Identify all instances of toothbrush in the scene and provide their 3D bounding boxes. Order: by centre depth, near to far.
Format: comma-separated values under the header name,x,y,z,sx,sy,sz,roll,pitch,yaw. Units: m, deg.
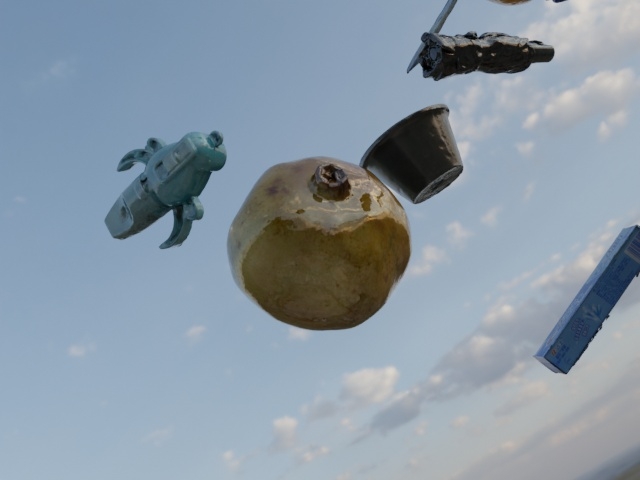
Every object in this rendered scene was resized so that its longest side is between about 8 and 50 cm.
name,x,y,z,sx,sy,sz,roll,pitch,yaw
toothbrush,0.333,-0.603,1.997,0.042,0.035,0.413,19,-56,-20

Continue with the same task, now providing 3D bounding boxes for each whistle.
name,x,y,z,sx,sy,sz,roll,pitch,yaw
whistle,-0.261,-0.094,1.295,0.274,0.186,0.093,-37,-15,22

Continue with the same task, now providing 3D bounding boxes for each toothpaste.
name,x,y,z,sx,sy,sz,roll,pitch,yaw
toothpaste,0.454,0.097,1.277,0.272,0.053,0.066,-54,-1,-6

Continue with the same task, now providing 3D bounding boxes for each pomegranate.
name,x,y,z,sx,sy,sz,roll,pitch,yaw
pomegranate,0.000,0.000,1.698,0.417,0.416,0.416,-25,-24,-12

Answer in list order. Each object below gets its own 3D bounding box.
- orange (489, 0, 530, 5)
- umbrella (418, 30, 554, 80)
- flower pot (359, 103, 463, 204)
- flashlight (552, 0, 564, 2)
name,x,y,z,sx,sy,sz,roll,pitch,yaw
orange,0.392,-0.592,1.597,0.219,0.219,0.193,-21,-48,-20
umbrella,0.245,-0.268,1.120,0.236,0.059,0.066,-8,-63,-31
flower pot,0.248,-0.198,1.927,0.269,0.166,0.269,-29,-16,-9
flashlight,0.590,-0.581,1.804,0.121,0.035,0.057,-4,16,34
